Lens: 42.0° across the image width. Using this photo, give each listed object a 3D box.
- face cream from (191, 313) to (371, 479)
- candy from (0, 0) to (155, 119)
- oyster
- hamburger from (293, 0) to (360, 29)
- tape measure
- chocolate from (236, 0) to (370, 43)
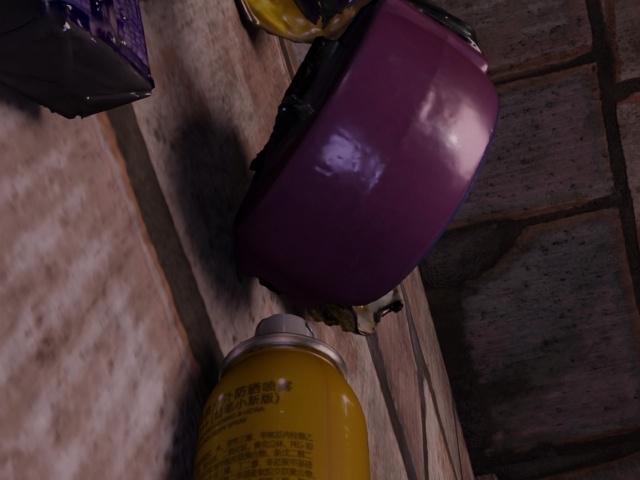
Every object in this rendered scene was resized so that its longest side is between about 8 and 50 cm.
[{"bbox_3d":[-0.022,0.175,0.435,0.349,0.105,0.105,-92,165,-50],"label":"face cream"},{"bbox_3d":[-0.144,-0.215,0.405,0.088,0.061,0.312,40,37,-71],"label":"candy"},{"bbox_3d":[0.000,0.000,0.860,0.223,0.083,0.214,38,27,-46],"label":"oyster"},{"bbox_3d":[-0.024,-0.316,0.563,0.318,0.277,0.195,48,17,-12],"label":"hamburger"},{"bbox_3d":[0.022,-0.064,0.654,0.149,0.245,0.231,33,54,-10],"label":"tape measure"},{"bbox_3d":[-0.030,-0.389,1.092,0.445,0.162,0.162,-94,167,-61],"label":"chocolate"}]
